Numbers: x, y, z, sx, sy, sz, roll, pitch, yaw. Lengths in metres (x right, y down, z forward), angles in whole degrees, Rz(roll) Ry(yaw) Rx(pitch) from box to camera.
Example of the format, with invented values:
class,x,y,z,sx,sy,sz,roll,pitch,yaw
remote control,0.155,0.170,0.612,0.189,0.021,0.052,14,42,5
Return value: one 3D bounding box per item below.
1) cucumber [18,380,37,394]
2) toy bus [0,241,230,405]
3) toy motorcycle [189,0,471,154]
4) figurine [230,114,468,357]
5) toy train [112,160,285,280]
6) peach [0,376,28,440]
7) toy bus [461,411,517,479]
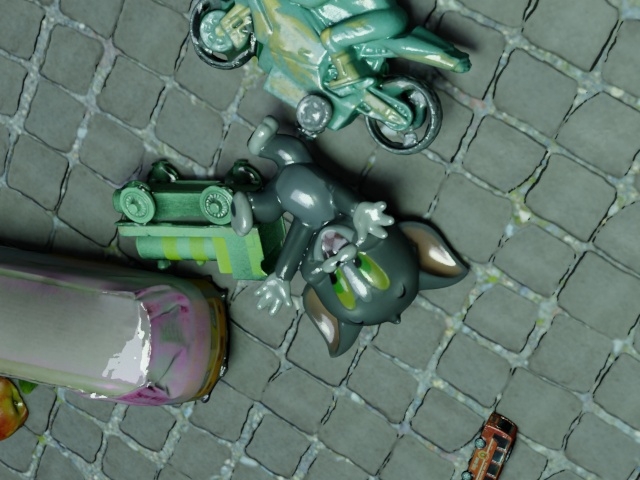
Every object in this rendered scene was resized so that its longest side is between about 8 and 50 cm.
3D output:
class,x,y,z,sx,sy,sz,roll,pitch,yaw
cucumber,-0.356,0.144,1.922,0.039,0.039,0.168,42,126,3
toy bus,-0.307,0.105,1.781,0.386,0.162,0.171,8,97,22
toy motorcycle,0.014,-0.215,1.539,0.296,0.109,0.198,32,113,12
figurine,-0.001,-0.003,1.620,0.193,0.140,0.265,-43,77,12
toy train,-0.142,-0.020,1.712,0.200,0.083,0.132,2,117,27
peach,-0.443,0.228,1.990,0.098,0.061,0.098,9,121,16
toy bus,0.192,0.250,1.703,0.043,0.031,0.110,24,123,12
